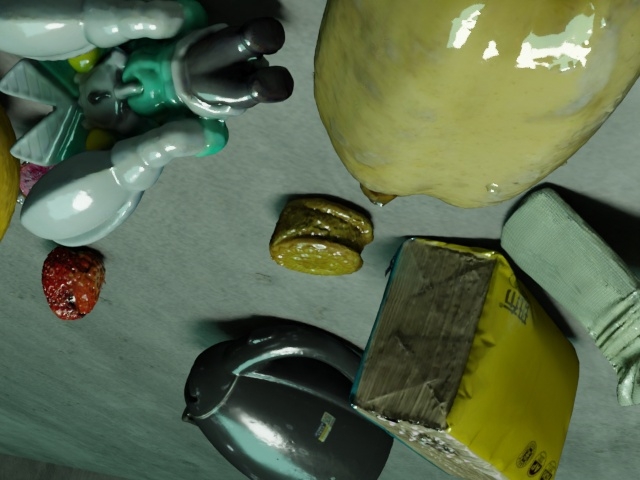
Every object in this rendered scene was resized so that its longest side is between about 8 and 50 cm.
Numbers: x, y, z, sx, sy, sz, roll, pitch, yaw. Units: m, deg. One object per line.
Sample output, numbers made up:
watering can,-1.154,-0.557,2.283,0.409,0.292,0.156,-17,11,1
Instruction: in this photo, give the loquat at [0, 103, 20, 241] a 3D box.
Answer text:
loquat,-0.394,-0.055,0.849,0.275,0.274,0.275,13,157,5

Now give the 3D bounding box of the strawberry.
strawberry,-0.313,0.054,1.270,0.083,0.096,0.083,5,148,3

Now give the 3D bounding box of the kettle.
kettle,-0.042,0.228,1.426,0.290,0.207,0.268,37,121,-26

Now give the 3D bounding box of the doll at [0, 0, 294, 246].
doll,-0.159,-0.121,0.736,0.258,0.195,0.153,-38,165,32

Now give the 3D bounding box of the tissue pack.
tissue pack,0.164,0.141,1.045,0.134,0.192,0.271,9,160,34

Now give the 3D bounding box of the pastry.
pastry,0.000,0.000,0.995,0.109,0.057,0.097,-3,154,38

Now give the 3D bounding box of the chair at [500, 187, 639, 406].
chair,0.325,0.071,0.878,0.186,0.319,0.160,-29,162,-10

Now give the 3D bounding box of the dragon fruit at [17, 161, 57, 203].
dragon fruit,-0.231,-0.066,0.975,0.112,0.068,0.126,32,142,-21

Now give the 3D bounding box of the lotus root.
lotus root,0.082,-0.106,0.582,0.169,0.151,0.342,12,162,-4
